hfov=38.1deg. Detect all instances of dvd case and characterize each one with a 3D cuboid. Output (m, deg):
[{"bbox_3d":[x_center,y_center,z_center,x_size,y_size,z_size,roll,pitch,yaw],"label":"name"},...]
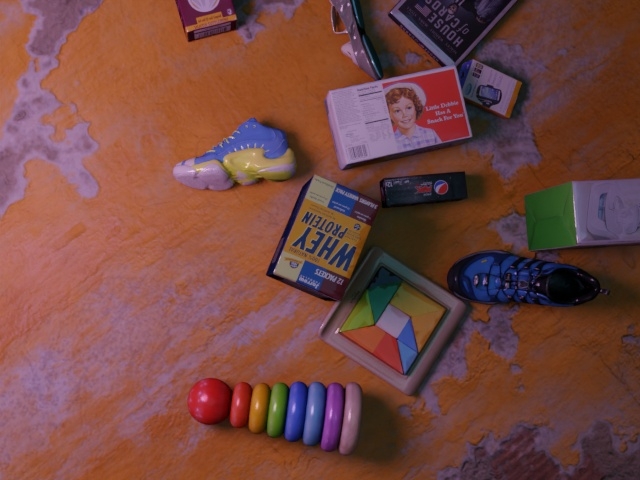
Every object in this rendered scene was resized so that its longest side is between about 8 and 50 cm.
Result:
[{"bbox_3d":[0.282,-0.490,1.910,0.179,0.029,0.238,42,82,-3],"label":"dvd case"}]

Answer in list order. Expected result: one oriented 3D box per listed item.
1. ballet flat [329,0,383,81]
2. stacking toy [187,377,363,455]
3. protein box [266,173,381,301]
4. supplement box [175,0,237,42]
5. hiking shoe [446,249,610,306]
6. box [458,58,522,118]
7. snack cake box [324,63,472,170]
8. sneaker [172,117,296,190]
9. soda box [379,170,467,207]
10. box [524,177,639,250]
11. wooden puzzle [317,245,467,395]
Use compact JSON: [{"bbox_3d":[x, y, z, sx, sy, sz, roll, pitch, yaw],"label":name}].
[{"bbox_3d":[0.066,-0.412,1.868,0.068,0.072,0.213,-18,89,20],"label":"ballet flat"},{"bbox_3d":[-0.090,0.321,1.774,0.330,0.141,0.141,8,86,-3],"label":"stacking toy"},{"bbox_3d":[0.000,0.000,1.761,0.136,0.201,0.199,23,85,-6],"label":"protein box"},{"bbox_3d":[-0.238,-0.499,1.817,0.104,0.081,0.188,-16,89,-8],"label":"supplement box"},{"bbox_3d":[0.407,0.074,1.844,0.304,0.132,0.113,2,87,-7],"label":"hiking shoe"},{"bbox_3d":[0.338,-0.313,1.899,0.136,0.028,0.081,22,85,-13],"label":"box"},{"bbox_3d":[0.154,-0.245,1.851,0.264,0.089,0.152,-13,87,-8],"label":"snack cake box"},{"bbox_3d":[-0.170,-0.171,1.819,0.240,0.091,0.126,-2,69,-7],"label":"sneaker"},{"bbox_3d":[0.207,-0.102,1.867,0.169,0.053,0.060,-6,88,-7],"label":"soda box"},{"bbox_3d":[0.553,-0.045,1.805,0.231,0.262,0.126,-4,87,-7],"label":"box"},{"bbox_3d":[0.146,0.160,1.851,0.239,0.044,0.221,34,83,-5],"label":"wooden puzzle"}]
